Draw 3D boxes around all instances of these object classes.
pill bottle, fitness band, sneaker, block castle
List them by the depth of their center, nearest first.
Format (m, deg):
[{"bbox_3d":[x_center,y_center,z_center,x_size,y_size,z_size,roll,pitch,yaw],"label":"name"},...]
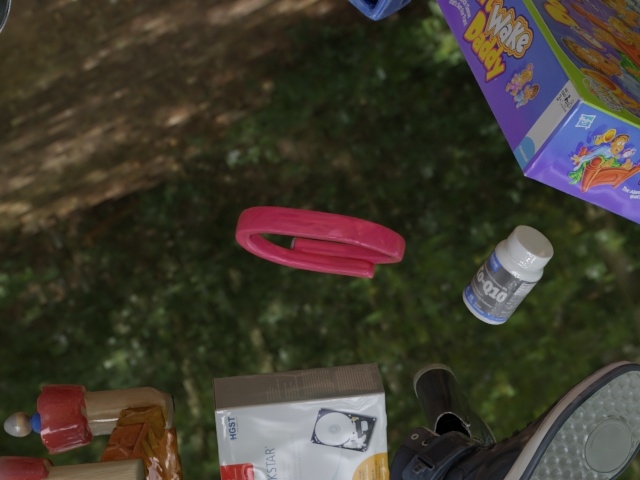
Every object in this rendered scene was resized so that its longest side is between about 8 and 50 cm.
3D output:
[{"bbox_3d":[0.152,0.165,1.224,0.226,0.086,0.163,-47,-153,-3],"label":"sneaker"},{"bbox_3d":[-0.265,0.417,1.781,0.213,0.453,0.303,-6,-164,5],"label":"block castle"},{"bbox_3d":[0.197,0.289,2.170,0.083,0.222,0.118,-27,-149,10],"label":"sneaker"},{"bbox_3d":[0.267,0.048,2.176,0.078,0.078,0.137,-29,157,-52],"label":"pill bottle"},{"bbox_3d":[0.000,0.000,2.593,0.291,0.054,0.209,6,162,17],"label":"fitness band"}]

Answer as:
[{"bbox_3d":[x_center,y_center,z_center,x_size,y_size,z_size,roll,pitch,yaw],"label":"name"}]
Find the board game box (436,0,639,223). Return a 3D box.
[{"bbox_3d":[0.234,-0.148,1.331,0.078,0.233,0.347,-54,-148,27],"label":"board game box"}]

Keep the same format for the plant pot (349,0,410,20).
[{"bbox_3d":[0.113,-0.505,2.344,0.212,0.236,0.236,-24,153,-48],"label":"plant pot"}]

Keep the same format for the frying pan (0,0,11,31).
[{"bbox_3d":[-0.483,-0.388,2.137,0.326,0.197,0.053,-41,178,8],"label":"frying pan"}]

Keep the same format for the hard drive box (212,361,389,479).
[{"bbox_3d":[-0.026,0.276,2.115,0.232,0.181,0.089,-6,-154,-3],"label":"hard drive box"}]
